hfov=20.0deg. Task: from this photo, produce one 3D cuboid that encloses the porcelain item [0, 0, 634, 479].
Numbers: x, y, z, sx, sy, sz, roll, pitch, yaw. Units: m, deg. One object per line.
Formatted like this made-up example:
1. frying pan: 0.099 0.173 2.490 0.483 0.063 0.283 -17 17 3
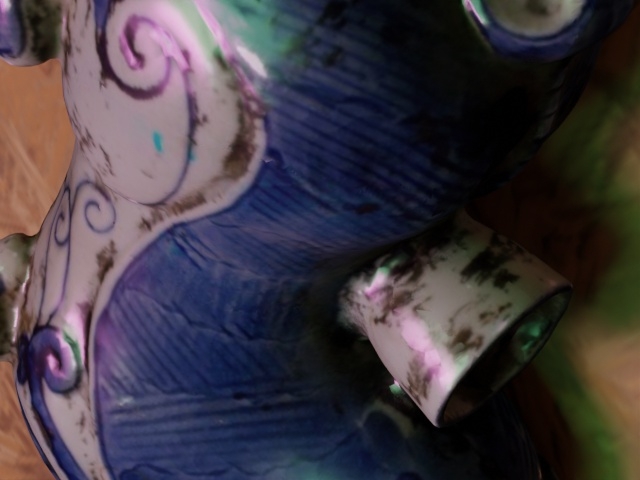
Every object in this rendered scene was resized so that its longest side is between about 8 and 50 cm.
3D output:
1. porcelain item: 0.000 0.000 0.519 0.186 0.138 0.288 38 135 18
